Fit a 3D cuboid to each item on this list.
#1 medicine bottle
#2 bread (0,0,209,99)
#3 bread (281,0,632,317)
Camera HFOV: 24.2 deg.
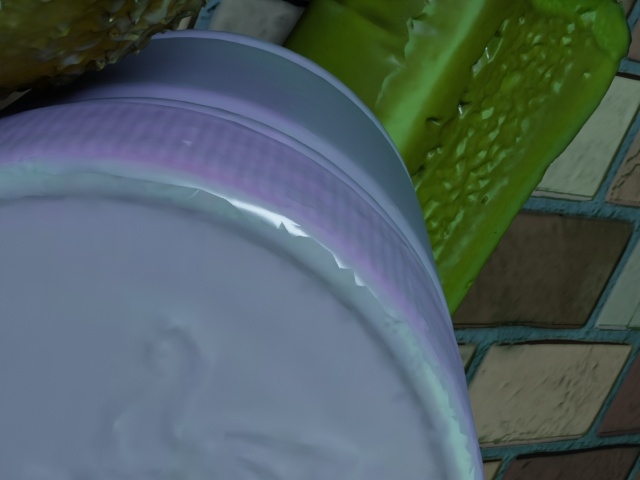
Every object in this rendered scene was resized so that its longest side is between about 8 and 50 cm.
[{"bbox_3d":[-0.055,0.040,0.509,0.202,0.316,0.202,0,103,1],"label":"medicine bottle"},{"bbox_3d":[-0.062,-0.182,0.407,0.159,0.305,0.305,15,114,-11],"label":"bread"},{"bbox_3d":[0.000,0.000,0.744,0.166,0.112,0.383,18,108,-47],"label":"bread"}]
